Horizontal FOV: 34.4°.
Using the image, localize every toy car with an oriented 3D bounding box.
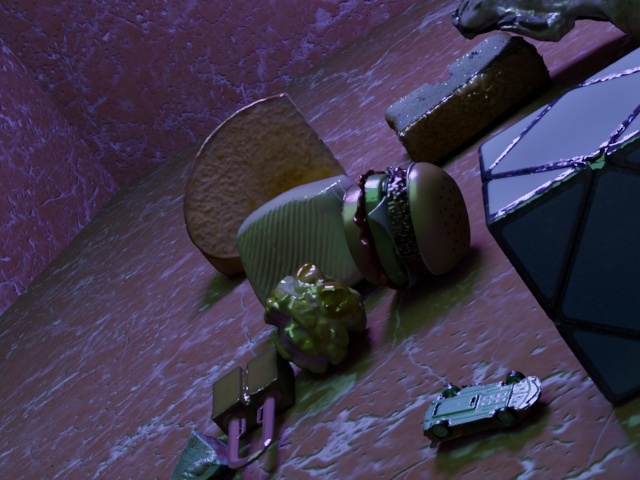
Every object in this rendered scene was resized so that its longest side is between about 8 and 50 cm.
[{"bbox_3d":[0.151,0.156,0.957,0.122,0.035,0.059,-17,24,30],"label":"toy car"}]

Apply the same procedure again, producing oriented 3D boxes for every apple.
[{"bbox_3d":[-0.118,-0.092,1.947,0.309,0.314,0.252,-38,58,-5],"label":"apple"}]

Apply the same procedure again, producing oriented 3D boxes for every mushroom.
[{"bbox_3d":[0.376,-0.375,1.595,0.344,0.130,0.247,14,29,43],"label":"mushroom"}]

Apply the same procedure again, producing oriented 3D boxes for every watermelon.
[{"bbox_3d":[-0.138,0.255,1.232,0.085,0.061,0.085,-30,2,1],"label":"watermelon"}]

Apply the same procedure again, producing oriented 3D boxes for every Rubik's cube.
[{"bbox_3d":[0.276,-0.024,0.893,0.205,0.205,0.207,-32,15,17],"label":"Rubik's cube"}]

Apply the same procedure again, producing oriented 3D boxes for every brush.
[{"bbox_3d":[-0.082,0.215,1.257,0.103,0.047,0.233,-33,17,7],"label":"brush"}]

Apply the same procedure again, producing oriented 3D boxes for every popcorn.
[{"bbox_3d":[-0.009,0.098,1.306,0.126,0.126,0.145,-49,-2,-5],"label":"popcorn"}]

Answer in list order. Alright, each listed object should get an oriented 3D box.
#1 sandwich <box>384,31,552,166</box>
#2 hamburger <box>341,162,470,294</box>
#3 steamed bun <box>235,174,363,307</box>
[{"bbox_3d":[0.248,-0.248,1.790,0.273,0.095,0.249,-36,15,6],"label":"sandwich"},{"bbox_3d":[0.119,-0.022,1.320,0.137,0.175,0.175,-14,24,24],"label":"hamburger"},{"bbox_3d":[0.000,0.000,1.505,0.239,0.170,0.153,-24,1,40],"label":"steamed bun"}]
